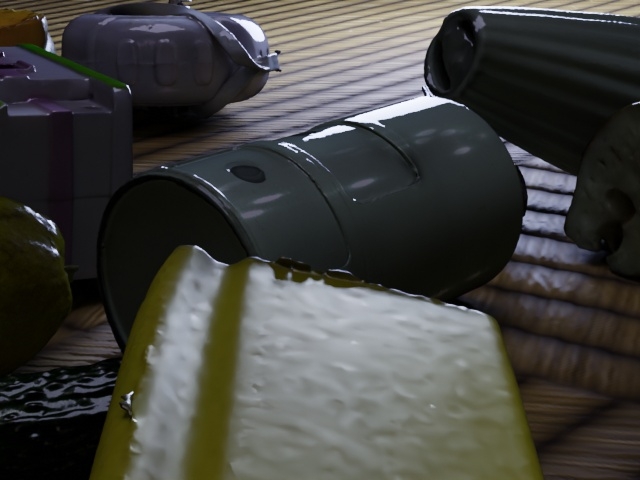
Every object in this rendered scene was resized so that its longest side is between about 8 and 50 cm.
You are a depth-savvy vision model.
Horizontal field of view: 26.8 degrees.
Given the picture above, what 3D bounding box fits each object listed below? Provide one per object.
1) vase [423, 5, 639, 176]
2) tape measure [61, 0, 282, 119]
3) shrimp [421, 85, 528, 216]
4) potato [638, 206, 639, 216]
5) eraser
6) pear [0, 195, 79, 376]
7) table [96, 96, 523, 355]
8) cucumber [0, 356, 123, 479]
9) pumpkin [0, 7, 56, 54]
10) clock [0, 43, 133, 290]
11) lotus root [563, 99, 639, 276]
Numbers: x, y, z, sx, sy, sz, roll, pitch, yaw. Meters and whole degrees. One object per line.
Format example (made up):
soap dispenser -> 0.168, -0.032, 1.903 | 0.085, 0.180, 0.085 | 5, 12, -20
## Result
vase -> 0.188, -0.107, 0.960 | 0.248, 0.128, 0.128 | 11, 9, -32
tape measure -> -0.160, -0.183, 1.340 | 0.197, 0.120, 0.236 | -4, 12, -25
shrimp -> 0.094, -0.070, 0.992 | 0.079, 0.090, 0.233 | -21, 31, 6
potato -> 0.301, -0.013, 0.653 | 0.298, 0.176, 0.141 | -3, -6, -15
eraser -> -0.001, 0.083, 0.492 | 0.158, 0.069, 0.226 | 14, 22, -6
pear -> -0.194, 0.028, 0.714 | 0.131, 0.107, 0.107 | -16, 20, -12
table -> 0.000, 0.000, 0.741 | 0.126, 0.126, 0.220 | 13, 22, 40
cucumber -> -0.119, 0.085, 0.610 | 0.187, 0.058, 0.058 | -6, 18, -8
pumpkin -> -0.304, -0.104, 1.093 | 0.190, 0.139, 0.280 | -6, 20, -7
clock -> -0.305, -0.040, 0.854 | 0.310, 0.166, 0.235 | -4, 16, -28
lotus root -> 0.265, -0.034, 0.829 | 0.119, 0.138, 0.235 | -2, 9, -33
